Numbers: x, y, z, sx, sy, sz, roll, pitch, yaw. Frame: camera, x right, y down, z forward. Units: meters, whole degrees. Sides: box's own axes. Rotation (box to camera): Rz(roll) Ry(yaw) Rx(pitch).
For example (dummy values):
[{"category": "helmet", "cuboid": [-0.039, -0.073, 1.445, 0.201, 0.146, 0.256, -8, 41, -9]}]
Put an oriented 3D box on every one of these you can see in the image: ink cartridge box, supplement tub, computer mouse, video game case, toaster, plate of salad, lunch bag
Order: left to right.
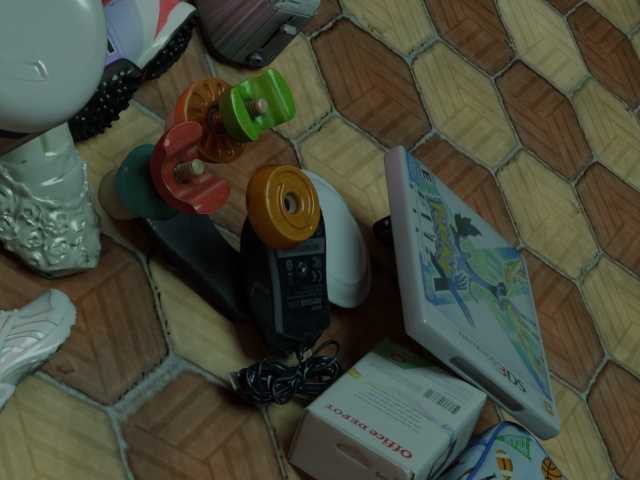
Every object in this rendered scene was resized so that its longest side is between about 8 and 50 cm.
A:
[{"category": "supplement tub", "cuboid": [-0.376, -0.162, 1.370, 0.228, 0.316, 0.228, 26, 54, -41]}, {"category": "toaster", "cuboid": [-0.094, -0.361, 2.036, 0.129, 0.146, 0.227, 8, 57, -46]}, {"category": "computer mouse", "cuboid": [-0.052, 0.060, 1.782, 0.188, 0.072, 0.272, 2, 85, -51]}, {"category": "plate of salad", "cuboid": [0.000, 0.000, 1.949, 0.200, 0.048, 0.200, 38, 38, -38]}, {"category": "ink cartridge box", "cuboid": [0.083, 0.227, 1.781, 0.154, 0.093, 0.212, 29, 31, 17]}, {"category": "video game case", "cuboid": [0.200, 0.066, 1.954, 0.300, 0.036, 0.329, 39, 30, -34]}, {"category": "lunch bag", "cuboid": [0.246, 0.393, 1.869, 0.303, 0.115, 0.243, 52, 39, -7]}]

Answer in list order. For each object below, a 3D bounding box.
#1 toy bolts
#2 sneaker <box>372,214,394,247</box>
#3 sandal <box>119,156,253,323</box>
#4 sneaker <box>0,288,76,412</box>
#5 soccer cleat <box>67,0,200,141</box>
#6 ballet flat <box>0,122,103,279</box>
[{"category": "toy bolts", "cuboid": [-0.136, -0.065, 1.676, 0.228, 0.158, 0.218, -30, 101, -47]}, {"category": "sneaker", "cuboid": [0.167, 0.015, 2.096, 0.223, 0.083, 0.098, 8, 62, -46]}, {"category": "sandal", "cuboid": [-0.163, 0.004, 1.770, 0.254, 0.054, 0.097, 53, 43, -19]}, {"category": "sneaker", "cuboid": [-0.332, 0.101, 1.470, 0.115, 0.090, 0.232, 46, 37, -7]}, {"category": "soccer cleat", "cuboid": [-0.264, -0.225, 1.799, 0.116, 0.109, 0.318, 32, 40, 3]}, {"category": "ballet flat", "cuboid": [-0.356, -0.142, 1.592, 0.409, 0.147, 0.147, 54, 37, -3]}]
